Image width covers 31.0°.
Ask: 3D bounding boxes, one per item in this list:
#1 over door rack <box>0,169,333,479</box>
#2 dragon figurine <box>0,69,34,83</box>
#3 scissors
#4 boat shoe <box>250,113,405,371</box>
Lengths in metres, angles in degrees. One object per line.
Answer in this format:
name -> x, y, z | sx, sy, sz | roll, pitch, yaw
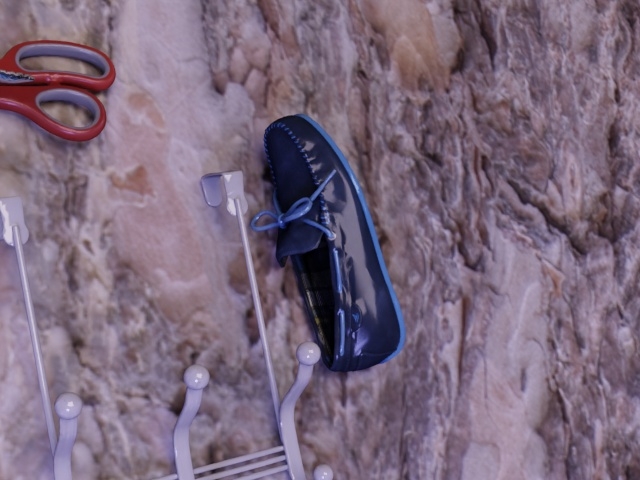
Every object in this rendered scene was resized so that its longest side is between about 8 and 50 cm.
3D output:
over door rack -> -0.134, 0.087, 0.995 | 0.240, 0.108, 0.324 | -9, 74, -31
dragon figurine -> -0.336, -0.260, 0.953 | 0.289, 0.144, 0.085 | 49, 37, 7
scissors -> -0.331, -0.144, 1.043 | 0.297, 0.021, 0.109 | 2, 63, -21
boat shoe -> 0.000, 0.000, 1.104 | 0.089, 0.109, 0.258 | -19, 77, -29
